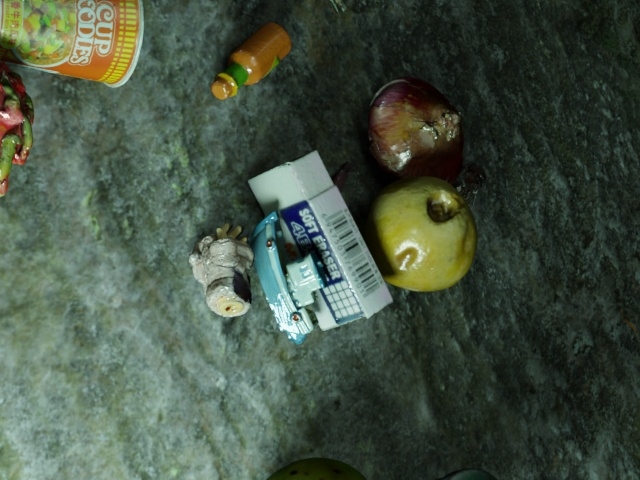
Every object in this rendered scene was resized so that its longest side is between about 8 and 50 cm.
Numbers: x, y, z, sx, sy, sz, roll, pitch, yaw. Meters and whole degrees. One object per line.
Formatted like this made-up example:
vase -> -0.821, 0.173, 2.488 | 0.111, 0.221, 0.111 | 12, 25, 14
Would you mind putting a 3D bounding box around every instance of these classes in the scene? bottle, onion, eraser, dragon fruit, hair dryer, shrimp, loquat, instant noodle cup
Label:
bottle -> -0.123, -0.298, 1.932 | 0.069, 0.069, 0.187 | 54, 49, -14
onion -> 0.197, -0.206, 2.123 | 0.230, 0.163, 0.230 | 22, 53, -33
eraser -> 0.000, 0.000, 1.895 | 0.086, 0.130, 0.287 | -31, 99, -40
dragon fruit -> -0.462, -0.148, 1.515 | 0.160, 0.166, 0.172 | 59, 15, -68
hair dryer -> 0.015, -0.097, 2.007 | 0.106, 0.054, 0.154 | 54, 37, -8
shrimp -> 0.278, -0.097, 2.231 | 0.065, 0.056, 0.165 | 54, 50, -23
loquat -> 0.169, -0.013, 2.014 | 0.213, 0.213, 0.213 | 16, 65, -38
instant noodle cup -> -0.389, -0.319, 1.634 | 0.212, 0.193, 0.193 | -2, 77, -35

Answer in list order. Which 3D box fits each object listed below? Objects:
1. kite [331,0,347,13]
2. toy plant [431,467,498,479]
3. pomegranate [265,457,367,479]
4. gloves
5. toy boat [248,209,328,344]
kite -> -0.022, -0.549, 2.148 | 0.323, 0.013, 0.268 | -33, 98, -43
toy plant -> 0.264, 0.457, 1.782 | 0.185, 0.400, 0.279 | -43, 106, -40
pomegranate -> 0.014, 0.467, 1.692 | 0.286, 0.231, 0.231 | 57, 46, -26
gloves -> -0.150, 0.049, 1.764 | 0.110, 0.094, 0.144 | 49, 24, -29
toy boat -> -0.040, 0.054, 1.842 | 0.088, 0.102, 0.215 | -25, 93, -81
